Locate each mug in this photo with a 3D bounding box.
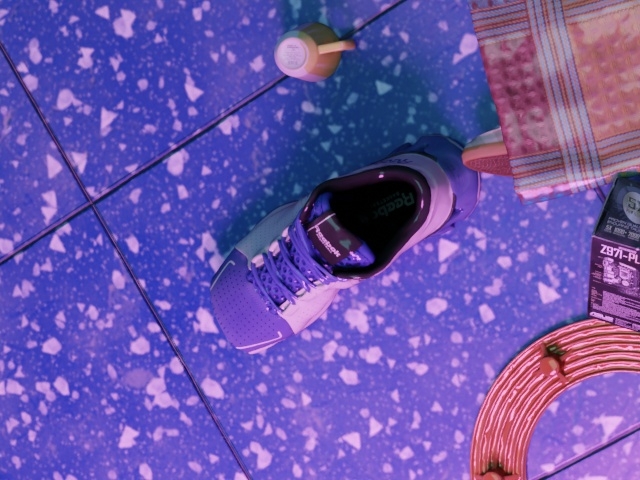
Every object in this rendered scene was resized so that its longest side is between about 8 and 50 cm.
[{"bbox_3d":[-0.012,-0.199,1.988,0.078,0.064,0.062,-43,82,20],"label":"mug"}]

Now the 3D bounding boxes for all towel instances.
[{"bbox_3d":[0.333,-0.208,1.830,0.370,0.040,0.271,-16,81,15],"label":"towel"}]

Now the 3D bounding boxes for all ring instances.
[{"bbox_3d":[0.312,0.242,1.952,0.337,0.032,0.336,3,99,20],"label":"ring"}]

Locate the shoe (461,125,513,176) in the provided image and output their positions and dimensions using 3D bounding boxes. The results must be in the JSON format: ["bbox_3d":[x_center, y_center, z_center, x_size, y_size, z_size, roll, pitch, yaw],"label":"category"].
[{"bbox_3d":[0.247,-0.108,1.911,0.219,0.076,0.058,-8,67,17],"label":"shoe"}]

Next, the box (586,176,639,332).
[{"bbox_3d":[0.353,0.032,1.840,0.180,0.147,0.077,17,60,17],"label":"box"}]

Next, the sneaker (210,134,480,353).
[{"bbox_3d":[0.001,-0.001,1.949,0.315,0.182,0.127,-33,84,21],"label":"sneaker"}]
